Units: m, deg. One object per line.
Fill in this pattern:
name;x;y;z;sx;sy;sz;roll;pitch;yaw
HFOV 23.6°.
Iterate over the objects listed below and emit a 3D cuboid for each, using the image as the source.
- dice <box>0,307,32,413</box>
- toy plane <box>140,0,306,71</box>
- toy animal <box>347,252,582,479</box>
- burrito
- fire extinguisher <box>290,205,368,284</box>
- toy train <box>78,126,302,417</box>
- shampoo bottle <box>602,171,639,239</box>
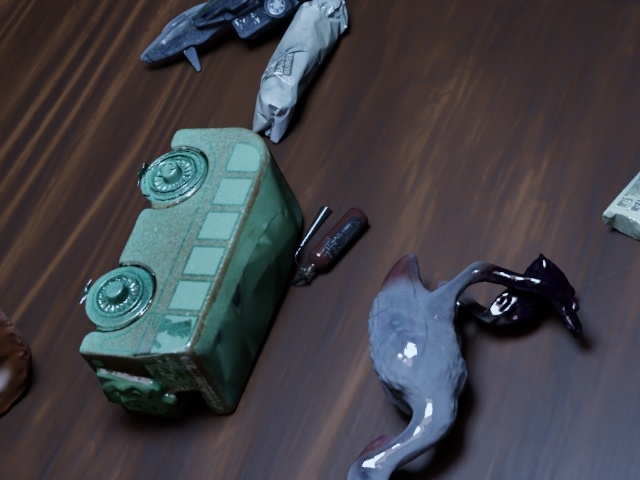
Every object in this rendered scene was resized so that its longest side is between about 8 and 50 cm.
dice;-0.412;0.099;1.559;0.175;0.179;0.174;-43;48;-9
toy plane;-0.095;-0.267;1.799;0.267;0.212;0.088;-36;85;16
toy animal;0.094;0.114;1.370;0.195;0.090;0.324;22;60;37
burrito;-0.025;-0.203;1.729;0.064;0.064;0.203;8;55;30
fire extinguisher;0.003;0.000;1.546;0.100;0.046;0.032;-46;35;-20
toy train;-0.119;0.021;1.526;0.159;0.129;0.326;3;54;24
shampoo bottle;0.328;-0.059;1.460;0.049;0.034;0.141;20;61;44
